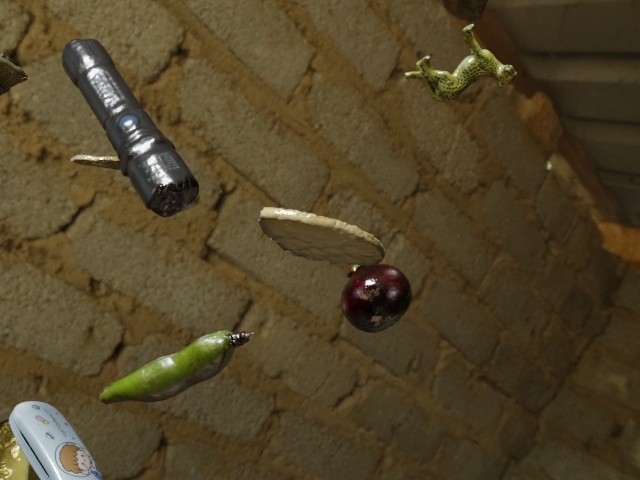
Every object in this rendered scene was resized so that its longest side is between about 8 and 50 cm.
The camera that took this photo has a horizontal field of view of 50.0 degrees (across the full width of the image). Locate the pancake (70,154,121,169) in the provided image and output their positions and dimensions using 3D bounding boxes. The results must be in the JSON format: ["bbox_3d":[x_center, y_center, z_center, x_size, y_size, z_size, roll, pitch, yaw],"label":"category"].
[{"bbox_3d":[-0.410,-0.150,1.315,0.139,0.022,0.139,5,1,0],"label":"pancake"}]

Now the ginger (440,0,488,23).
[{"bbox_3d":[0.192,-0.231,0.495,0.131,0.086,0.294,-6,0,-31],"label":"ginger"}]

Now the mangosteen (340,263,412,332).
[{"bbox_3d":[0.105,0.106,1.365,0.152,0.153,0.152,31,-10,6],"label":"mangosteen"}]

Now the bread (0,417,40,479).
[{"bbox_3d":[-0.590,0.424,1.170,0.236,0.198,0.263,-3,-40,-10],"label":"bread"}]

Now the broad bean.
[{"bbox_3d":[-0.254,0.234,1.224,0.077,0.339,0.061,56,13,-27],"label":"broad bean"}]

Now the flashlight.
[{"bbox_3d":[-0.355,-0.221,1.250,0.424,0.103,0.103,54,0,25],"label":"flashlight"}]

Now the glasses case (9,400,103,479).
[{"bbox_3d":[-0.354,0.282,0.918,0.178,0.045,0.067,40,13,31],"label":"glasses case"}]

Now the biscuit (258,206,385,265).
[{"bbox_3d":[0.000,0.000,1.178,0.265,0.040,0.188,21,-20,-31],"label":"biscuit"}]

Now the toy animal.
[{"bbox_3d":[0.270,-0.322,1.331,0.136,0.181,0.073,55,7,-6],"label":"toy animal"}]

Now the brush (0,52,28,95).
[{"bbox_3d":[-0.419,-0.179,0.825,0.169,0.014,0.043,-15,-38,31],"label":"brush"}]
